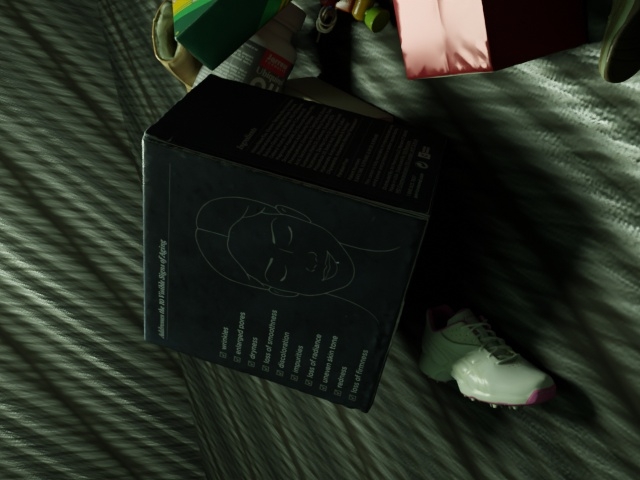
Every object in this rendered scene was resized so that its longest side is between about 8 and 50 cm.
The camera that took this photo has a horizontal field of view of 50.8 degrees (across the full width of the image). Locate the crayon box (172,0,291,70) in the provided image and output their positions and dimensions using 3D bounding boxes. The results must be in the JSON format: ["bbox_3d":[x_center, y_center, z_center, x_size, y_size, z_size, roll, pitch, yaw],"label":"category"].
[{"bbox_3d":[-0.148,-0.545,1.315,0.313,0.106,0.363,-37,40,19],"label":"crayon box"}]

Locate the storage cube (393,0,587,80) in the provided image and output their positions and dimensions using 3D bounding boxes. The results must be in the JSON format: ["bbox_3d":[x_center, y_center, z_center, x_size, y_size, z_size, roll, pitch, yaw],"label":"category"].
[{"bbox_3d":[0.230,-0.342,0.933,0.183,0.215,0.193,14,121,58],"label":"storage cube"}]

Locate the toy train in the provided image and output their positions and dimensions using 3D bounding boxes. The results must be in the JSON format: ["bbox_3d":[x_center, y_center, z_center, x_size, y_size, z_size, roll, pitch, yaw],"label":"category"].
[{"bbox_3d":[0.074,-0.446,1.291,0.143,0.105,0.248,47,142,21],"label":"toy train"}]

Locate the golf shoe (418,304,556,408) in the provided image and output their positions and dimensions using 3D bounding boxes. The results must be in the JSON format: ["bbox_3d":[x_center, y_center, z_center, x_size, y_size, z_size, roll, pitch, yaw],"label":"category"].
[{"bbox_3d":[0.276,0.198,1.179,0.306,0.115,0.140,11,108,58],"label":"golf shoe"}]

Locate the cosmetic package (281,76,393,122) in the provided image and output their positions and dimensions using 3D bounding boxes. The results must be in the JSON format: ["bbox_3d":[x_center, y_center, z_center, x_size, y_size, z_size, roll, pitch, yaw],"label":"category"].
[{"bbox_3d":[0.018,-0.235,1.454,0.309,0.113,0.160,38,133,48],"label":"cosmetic package"}]

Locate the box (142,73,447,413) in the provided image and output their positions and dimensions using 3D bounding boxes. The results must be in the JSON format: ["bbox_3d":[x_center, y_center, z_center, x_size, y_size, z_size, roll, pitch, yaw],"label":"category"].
[{"bbox_3d":[-0.060,0.007,1.271,0.297,0.471,0.480,-67,-9,-52],"label":"box"}]

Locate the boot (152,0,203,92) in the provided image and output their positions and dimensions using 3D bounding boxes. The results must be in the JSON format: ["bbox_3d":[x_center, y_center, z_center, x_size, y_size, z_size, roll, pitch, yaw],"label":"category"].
[{"bbox_3d":[-0.289,-0.447,1.470,0.269,0.089,0.236,57,-154,-80],"label":"boot"}]

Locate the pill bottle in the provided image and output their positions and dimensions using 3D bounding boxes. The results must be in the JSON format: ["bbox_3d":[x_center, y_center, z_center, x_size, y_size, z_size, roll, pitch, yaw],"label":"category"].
[{"bbox_3d":[-0.158,-0.364,1.434,0.176,0.176,0.318,38,104,49],"label":"pill bottle"}]

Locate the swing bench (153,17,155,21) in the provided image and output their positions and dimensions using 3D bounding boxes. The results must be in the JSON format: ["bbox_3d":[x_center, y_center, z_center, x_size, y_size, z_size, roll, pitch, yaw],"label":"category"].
[{"bbox_3d":[-0.305,-0.481,1.789,0.254,0.165,0.253,41,151,59],"label":"swing bench"}]

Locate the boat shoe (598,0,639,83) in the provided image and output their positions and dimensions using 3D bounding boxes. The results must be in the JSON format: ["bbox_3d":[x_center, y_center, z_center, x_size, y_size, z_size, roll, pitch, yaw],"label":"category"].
[{"bbox_3d":[0.388,-0.292,0.828,0.072,0.068,0.190,-120,40,-51],"label":"boat shoe"}]
